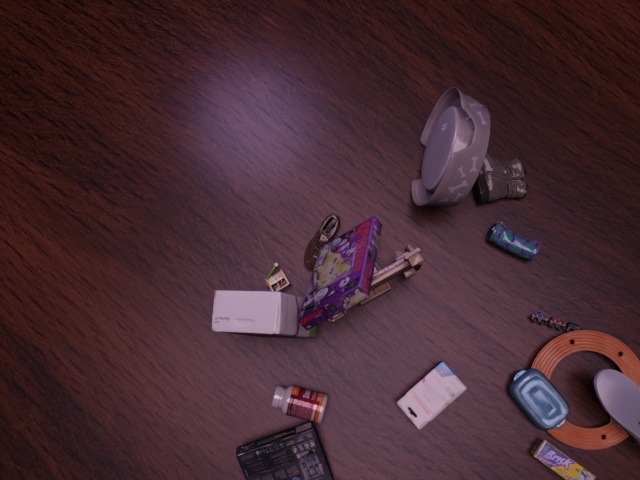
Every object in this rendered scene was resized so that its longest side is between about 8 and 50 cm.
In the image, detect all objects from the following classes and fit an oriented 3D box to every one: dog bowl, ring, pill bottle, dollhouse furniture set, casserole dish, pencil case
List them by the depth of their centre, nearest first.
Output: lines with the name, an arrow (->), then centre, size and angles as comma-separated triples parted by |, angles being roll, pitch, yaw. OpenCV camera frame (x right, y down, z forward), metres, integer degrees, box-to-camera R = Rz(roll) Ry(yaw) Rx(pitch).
dollhouse furniture set -> 0.102, 0.077, 1.788 | 0.303, 0.355, 0.173 | -29, 79, -2
casserole dish -> 0.623, 0.452, 1.823 | 0.114, 0.037, 0.188 | -39, 83, 0
ring -> 0.765, 0.426, 1.850 | 0.337, 0.032, 0.336 | -1, 83, 4
dog bowl -> 0.374, -0.257, 1.856 | 0.102, 0.349, 0.348 | 14, 80, -10
pill bottle -> -0.060, 0.468, 1.857 | 0.152, 0.086, 0.086 | 14, 80, 4
pencil case -> 0.578, 0.001, 1.928 | 0.152, 0.064, 0.070 | 28, 98, 7

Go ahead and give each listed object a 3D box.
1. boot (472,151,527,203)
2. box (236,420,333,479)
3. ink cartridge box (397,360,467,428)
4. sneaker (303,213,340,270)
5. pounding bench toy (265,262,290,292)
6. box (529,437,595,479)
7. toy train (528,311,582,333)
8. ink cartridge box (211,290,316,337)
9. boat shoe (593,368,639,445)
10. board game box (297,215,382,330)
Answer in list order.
boot -> 0.537, -0.236, 1.977 | 0.161, 0.083, 0.246 | -11, 85, -7
box -> -0.099, 0.633, 1.813 | 0.233, 0.059, 0.183 | -19, 101, -1
ink cartridge box -> 0.317, 0.445, 1.858 | 0.181, 0.061, 0.104 | -40, 80, -5
sneaker -> 0.000, 0.000, 1.950 | 0.066, 0.071, 0.188 | 24, 81, 6
pounding bench toy -> -0.138, 0.115, 1.944 | 0.065, 0.052, 0.083 | -31, 80, -3
box -> 0.678, 0.631, 1.812 | 0.169, 0.054, 0.059 | 35, 83, 9
toy train -> 0.692, 0.243, 1.897 | 0.158, 0.027, 0.036 | 17, 77, 5
ink cartridge box -> -0.148, 0.209, 1.793 | 0.199, 0.273, 0.114 | -1, 79, 20
boat shoe -> 0.856, 0.475, 1.772 | 0.306, 0.105, 0.113 | 43, 83, 0
board game box -> 0.059, 0.080, 1.741 | 0.208, 0.346, 0.056 | -28, 113, 25
